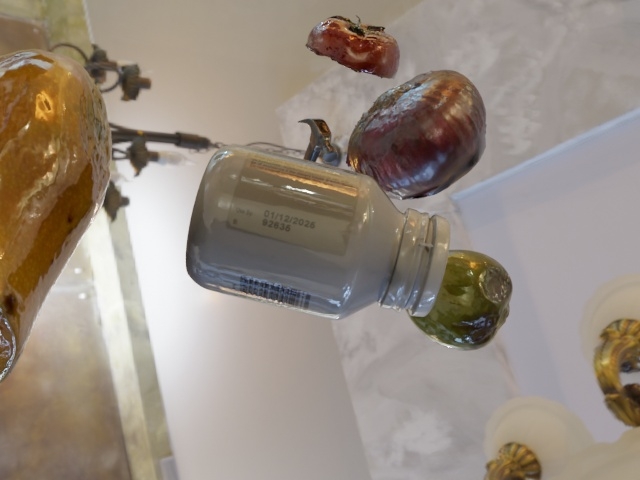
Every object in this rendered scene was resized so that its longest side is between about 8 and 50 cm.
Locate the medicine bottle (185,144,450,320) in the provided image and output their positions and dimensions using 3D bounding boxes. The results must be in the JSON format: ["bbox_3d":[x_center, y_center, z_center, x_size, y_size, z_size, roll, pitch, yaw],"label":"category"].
[{"bbox_3d":[0.000,0.000,0.593,0.215,0.135,0.135,14,-76,0],"label":"medicine bottle"}]

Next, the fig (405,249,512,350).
[{"bbox_3d":[0.309,0.127,1.551,0.271,0.239,0.239,27,-69,18],"label":"fig"}]

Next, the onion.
[{"bbox_3d":[0.162,-0.169,1.092,0.246,0.246,0.190,-9,-57,44],"label":"onion"}]

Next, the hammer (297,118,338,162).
[{"bbox_3d":[-0.040,-0.141,1.403,0.290,0.037,0.137,118,-39,-49],"label":"hammer"}]

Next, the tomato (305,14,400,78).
[{"bbox_3d":[0.087,-0.438,1.466,0.228,0.228,0.101,42,-58,35],"label":"tomato"}]

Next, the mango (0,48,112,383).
[{"bbox_3d":[-0.259,-0.024,0.509,0.187,0.144,0.359,-23,-139,27],"label":"mango"}]
